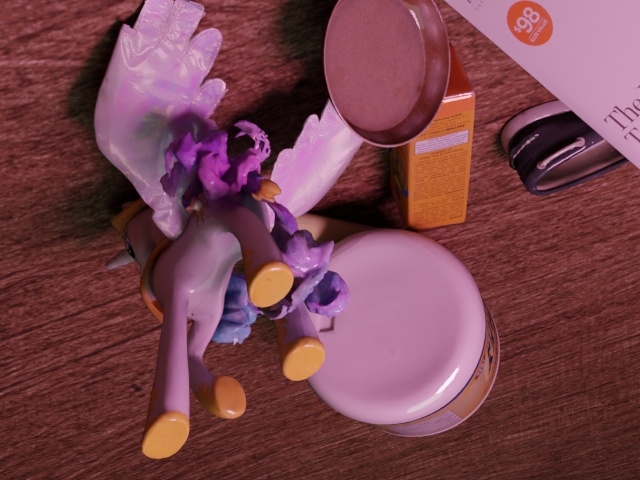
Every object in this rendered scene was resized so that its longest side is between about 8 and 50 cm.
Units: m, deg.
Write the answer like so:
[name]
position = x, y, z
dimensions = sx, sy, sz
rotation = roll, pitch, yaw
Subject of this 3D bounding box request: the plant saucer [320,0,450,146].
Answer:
[plant saucer]
position = 0.059, -0.175, 1.078
dimensions = 0.168, 0.168, 0.029
rotation = 15, 174, -40

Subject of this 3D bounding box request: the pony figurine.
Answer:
[pony figurine]
position = -0.099, -0.019, 1.086
dimensions = 0.303, 0.363, 0.351
rotation = 20, 116, -33

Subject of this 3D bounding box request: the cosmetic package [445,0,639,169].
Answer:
[cosmetic package]
position = 0.308, -0.248, 0.910
dimensions = 0.097, 0.284, 0.377
rotation = -45, 176, -38

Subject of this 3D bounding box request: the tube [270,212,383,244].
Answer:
[tube]
position = 0.000, 0.000, 1.360
dimensions = 0.070, 0.062, 0.240
rotation = 12, 180, 43

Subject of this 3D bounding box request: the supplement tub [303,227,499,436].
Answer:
[supplement tub]
position = 0.105, 0.127, 1.396
dimensions = 0.228, 0.228, 0.316
rotation = -23, 162, 8

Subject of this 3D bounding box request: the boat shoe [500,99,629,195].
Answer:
[boat shoe]
position = 0.369, -0.131, 1.309
dimensions = 0.302, 0.091, 0.114
rotation = -21, 146, 5

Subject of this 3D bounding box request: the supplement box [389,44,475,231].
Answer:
[supplement box]
position = 0.122, -0.106, 1.244
dimensions = 0.080, 0.078, 0.233
rotation = -15, 146, -4
